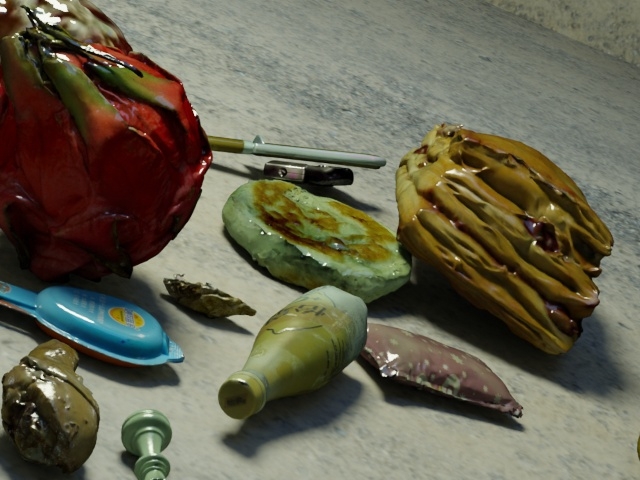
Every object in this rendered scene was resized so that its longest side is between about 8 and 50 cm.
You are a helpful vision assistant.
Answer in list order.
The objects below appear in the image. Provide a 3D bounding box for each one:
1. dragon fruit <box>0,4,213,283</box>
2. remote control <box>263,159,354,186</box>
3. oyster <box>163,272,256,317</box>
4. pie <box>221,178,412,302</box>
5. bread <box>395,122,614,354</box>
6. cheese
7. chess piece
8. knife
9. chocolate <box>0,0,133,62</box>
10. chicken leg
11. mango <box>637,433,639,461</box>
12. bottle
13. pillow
[{"bbox_3d":[-0.225,-0.088,1.699,0.234,0.234,0.293,42,-8,41],"label":"dragon fruit"},{"bbox_3d":[-0.012,-0.081,2.224,0.059,0.028,0.212,11,3,16],"label":"remote control"},{"bbox_3d":[-0.112,0.058,1.803,0.093,0.034,0.051,19,0,20],"label":"oyster"},{"bbox_3d":[0.000,0.000,2.056,0.241,0.054,0.240,20,20,-7],"label":"pie"},{"bbox_3d":[0.226,-0.024,2.143,0.277,0.167,0.324,39,15,-4],"label":"bread"},{"bbox_3d":[-0.241,0.062,1.632,0.256,0.037,0.106,19,19,-11],"label":"cheese"},{"bbox_3d":[-0.135,0.177,1.456,0.042,0.042,0.093,17,28,-21],"label":"chess piece"},{"bbox_3d":[-0.072,-0.115,2.235,0.343,0.027,0.061,6,-2,-20],"label":"knife"},{"bbox_3d":[-0.338,-0.195,1.924,0.340,0.210,0.225,30,18,13],"label":"chocolate"},{"bbox_3d":[-0.216,0.120,1.467,0.085,0.069,0.198,22,12,-12],"label":"chicken leg"},{"bbox_3d":[0.406,0.243,1.846,0.136,0.099,0.227,2,21,-39],"label":"mango"},{"bbox_3d":[-0.029,0.107,1.695,0.083,0.083,0.270,29,21,13],"label":"bottle"},{"bbox_3d":[0.116,0.128,1.873,0.185,0.043,0.118,14,19,-28],"label":"pillow"}]
